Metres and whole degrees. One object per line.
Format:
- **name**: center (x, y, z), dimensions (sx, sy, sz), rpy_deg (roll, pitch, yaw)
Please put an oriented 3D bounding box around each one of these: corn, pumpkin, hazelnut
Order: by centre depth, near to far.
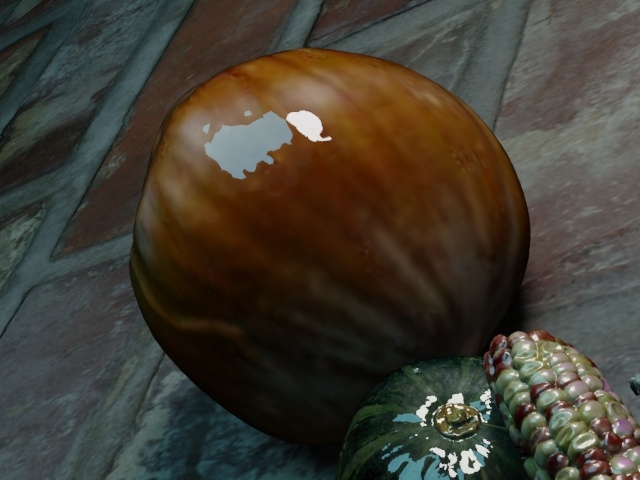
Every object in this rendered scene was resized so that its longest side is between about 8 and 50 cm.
- **corn**: center (0.189, 0.165, 0.799), dimensions (0.092, 0.092, 0.281), rpy_deg (-34, 53, 9)
- **pumpkin**: center (0.099, 0.169, 0.933), dimensions (0.190, 0.146, 0.190), rpy_deg (-4, 29, 2)
- **hazelnut**: center (0.000, 0.000, 1.159), dimensions (0.372, 0.315, 0.372), rpy_deg (-10, 70, 28)

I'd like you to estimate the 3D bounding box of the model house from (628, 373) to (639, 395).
- **model house**: center (0.328, 0.070, 0.740), dimensions (0.224, 0.198, 0.215), rpy_deg (18, 80, 57)
